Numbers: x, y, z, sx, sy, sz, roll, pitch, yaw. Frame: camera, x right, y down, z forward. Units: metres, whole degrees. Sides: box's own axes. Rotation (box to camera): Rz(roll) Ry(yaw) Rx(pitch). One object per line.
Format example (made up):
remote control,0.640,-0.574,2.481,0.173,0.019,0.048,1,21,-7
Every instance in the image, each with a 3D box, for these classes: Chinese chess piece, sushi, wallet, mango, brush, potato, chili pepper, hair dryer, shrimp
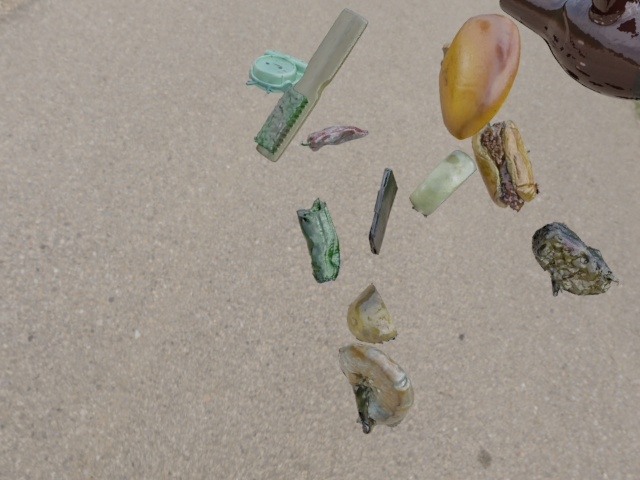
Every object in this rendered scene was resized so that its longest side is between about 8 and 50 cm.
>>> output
Chinese chess piece,0.383,-0.178,1.480,0.092,0.237,0.238,45,52,6
sushi,0.624,0.060,1.198,0.212,0.147,0.115,44,32,-4
wallet,0.239,-0.115,1.826,0.045,0.172,0.317,9,69,20
mango,0.442,-0.461,1.339,0.201,0.349,0.199,15,4,3
brush,-0.022,-0.263,0.793,0.054,0.282,0.048,37,7,17
potato,0.143,0.228,1.513,0.138,0.098,0.243,-21,29,-3
chili pepper,0.027,-0.216,0.975,0.153,0.041,0.050,-19,17,-15
chili pepper,-0.001,0.000,1.241,0.098,0.061,0.224,-13,90,-19
hair dryer,0.333,-0.351,0.586,0.123,0.340,0.312,-36,55,6
shrimp,0.132,0.403,1.235,0.221,0.445,0.110,31,57,24

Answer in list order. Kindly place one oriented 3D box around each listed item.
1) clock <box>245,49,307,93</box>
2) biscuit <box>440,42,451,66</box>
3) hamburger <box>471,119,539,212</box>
clock,-0.146,-0.525,1.488,0.160,0.065,0.210,23,46,10
biscuit,0.491,-0.611,1.685,0.040,0.236,0.144,-41,77,4
hamburger,0.603,-0.264,1.564,0.245,0.156,0.282,39,49,-33
